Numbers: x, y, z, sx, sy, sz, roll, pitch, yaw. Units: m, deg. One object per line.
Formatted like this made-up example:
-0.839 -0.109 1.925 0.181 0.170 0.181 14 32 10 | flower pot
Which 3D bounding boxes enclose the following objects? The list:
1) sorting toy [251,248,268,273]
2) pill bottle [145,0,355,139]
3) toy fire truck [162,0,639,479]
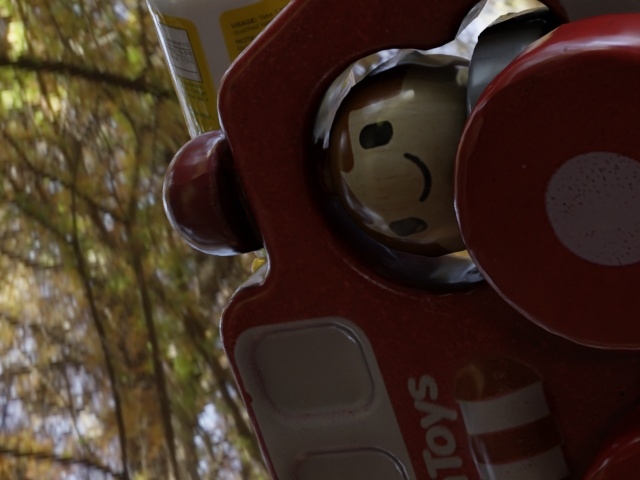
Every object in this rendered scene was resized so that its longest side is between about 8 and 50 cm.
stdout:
0.000 0.000 0.787 0.083 0.075 0.045 17 -103 -3 | sorting toy
-0.048 -0.142 1.060 0.119 0.119 0.208 -20 -54 -6 | pill bottle
0.068 0.022 0.585 0.254 0.169 0.302 -11 -71 29 | toy fire truck
